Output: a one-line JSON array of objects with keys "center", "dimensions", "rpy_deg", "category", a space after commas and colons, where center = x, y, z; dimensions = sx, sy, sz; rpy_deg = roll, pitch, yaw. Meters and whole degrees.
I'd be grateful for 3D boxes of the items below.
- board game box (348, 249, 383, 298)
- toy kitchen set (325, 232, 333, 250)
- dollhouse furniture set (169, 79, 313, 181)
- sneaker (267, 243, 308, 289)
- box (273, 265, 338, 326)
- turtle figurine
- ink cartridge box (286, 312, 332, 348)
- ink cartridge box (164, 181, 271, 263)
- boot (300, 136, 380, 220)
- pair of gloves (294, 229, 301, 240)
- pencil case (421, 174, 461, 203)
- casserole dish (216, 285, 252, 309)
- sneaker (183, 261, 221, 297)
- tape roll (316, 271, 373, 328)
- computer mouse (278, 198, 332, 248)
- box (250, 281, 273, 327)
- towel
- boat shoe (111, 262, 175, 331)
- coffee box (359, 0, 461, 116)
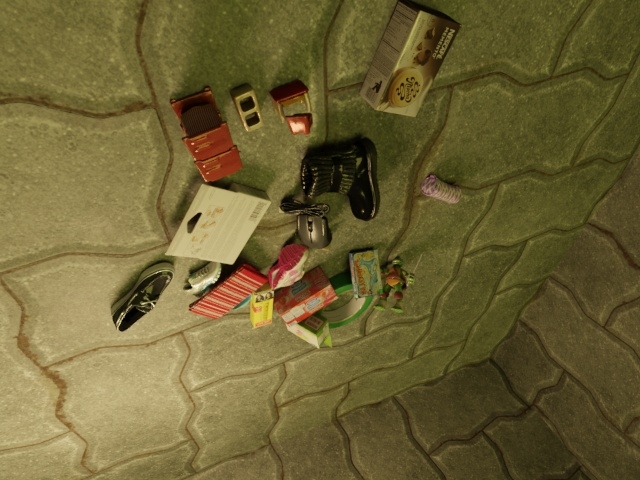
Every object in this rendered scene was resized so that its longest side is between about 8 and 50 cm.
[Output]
[{"center": [0.200, 0.147, 1.993], "dimensions": [0.136, 0.201, 0.035], "rpy_deg": [-8, 180, -28], "category": "board game box"}, {"center": [0.000, 0.000, 1.820], "dimensions": [0.084, 0.075, 0.068], "rpy_deg": [13, 171, -4], "category": "toy kitchen set"}, {"center": [-0.188, -0.332, 1.209], "dimensions": [0.374, 0.201, 0.152], "rpy_deg": [-25, 140, -9], "category": "dollhouse furniture set"}, {"center": [-0.111, 0.099, 1.788], "dimensions": [0.111, 0.102, 0.252], "rpy_deg": [0, 145, -40], "category": "sneaker"}, {"center": [-0.069, 0.243, 1.946], "dimensions": [0.257, 0.122, 0.128], "rpy_deg": [-31, 141, -2], "category": "box"}, {"center": [0.323, 0.182, 2.063], "dimensions": [0.198, 0.266, 0.274], "rpy_deg": [13, 163, -2], "category": "turtle figurine"}, {"center": [-0.053, 0.423, 2.076], "dimensions": [0.097, 0.189, 0.255], "rpy_deg": [-48, 149, -30], "category": "ink cartridge box"}, {"center": [-0.344, -0.060, 1.493], "dimensions": [0.261, 0.066, 0.296], "rpy_deg": [13, 123, -41], "category": "ink cartridge box"}, {"center": [0.066, -0.181, 1.585], "dimensions": [0.260, 0.131, 0.347], "rpy_deg": [-25, 130, -20], "category": "boot"}, {"center": [-0.061, -0.032, 1.755], "dimensions": [0.074, 0.010, 0.083], "rpy_deg": [-38, 140, 6], "category": "pair of gloves"}, {"center": [0.512, -0.215, 1.896], "dimensions": [0.206, 0.086, 0.088], "rpy_deg": [12, 96, -42], "category": "pencil case"}, {"center": [-0.354, 0.213, 1.794], "dimensions": [0.114, 0.037, 0.188], "rpy_deg": [-36, 140, 4], "category": "casserole dish"}, {"center": [-0.434, 0.133, 1.636], "dimensions": [0.083, 0.071, 0.190], "rpy_deg": [23, 116, -39], "category": "sneaker"}, {"center": [0.096, 0.290, 2.142], "dimensions": [0.322, 0.077, 0.321], "rpy_deg": [-18, 138, -17], "category": "tape roll"}, {"center": [-0.037, -0.040, 1.651], "dimensions": [0.189, 0.072, 0.272], "rpy_deg": [5, 149, 18], "category": "computer mouse"}, {"center": [-0.251, 0.272, 1.905], "dimensions": [0.088, 0.058, 0.232], "rpy_deg": [-13, 137, -24], "category": "box"}, {"center": [-0.346, 0.199, 1.714], "dimensions": [0.275, 0.031, 0.199], "rpy_deg": [-37, 152, 6], "category": "towel"}, {"center": [-0.612, 0.203, 1.558], "dimensions": [0.301, 0.102, 0.108], "rpy_deg": [-40, 140, 10], "category": "boat shoe"}, {"center": [0.264, -0.543, 1.356], "dimensions": [0.168, 0.118, 0.297], "rpy_deg": [0, 131, -32], "category": "coffee box"}]
